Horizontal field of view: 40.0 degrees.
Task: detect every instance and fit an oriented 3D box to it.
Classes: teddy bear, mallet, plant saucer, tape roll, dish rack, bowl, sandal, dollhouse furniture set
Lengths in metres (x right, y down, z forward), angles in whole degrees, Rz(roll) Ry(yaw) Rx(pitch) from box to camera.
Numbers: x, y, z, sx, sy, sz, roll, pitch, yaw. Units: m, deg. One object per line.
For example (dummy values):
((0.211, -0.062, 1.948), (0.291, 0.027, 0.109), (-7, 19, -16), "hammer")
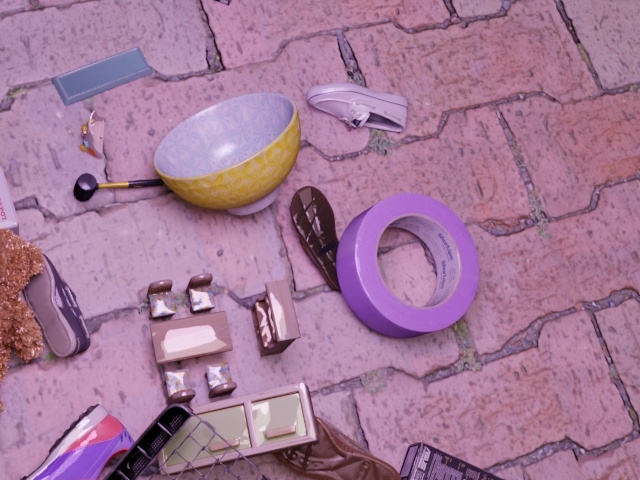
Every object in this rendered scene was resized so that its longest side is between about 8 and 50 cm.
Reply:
((-0.593, 0.145, 1.508), (0.245, 0.113, 0.338), (-4, 80, -6), "teddy bear")
((-0.372, -0.110, 1.672), (0.189, 0.062, 0.039), (-8, 74, -18), "mallet")
((-0.435, -0.333, 1.759), (0.192, 0.018, 0.067), (-26, 79, -21), "plant saucer")
((0.172, 0.050, 1.723), (0.275, 0.090, 0.275), (6, 74, -23), "tape roll")
((-0.197, 0.415, 1.430), (0.271, 0.074, 0.208), (41, 93, 1), "dish rack")
((-0.156, -0.142, 1.674), (0.289, 0.289, 0.156), (-38, 127, -23), "bowl")
((0.000, 0.000, 1.740), (0.090, 0.060, 0.219), (-31, 96, -27), "sandal")
((-0.177, 0.160, 1.574), (0.242, 0.161, 0.212), (-9, 74, -18), "dollhouse furniture set")

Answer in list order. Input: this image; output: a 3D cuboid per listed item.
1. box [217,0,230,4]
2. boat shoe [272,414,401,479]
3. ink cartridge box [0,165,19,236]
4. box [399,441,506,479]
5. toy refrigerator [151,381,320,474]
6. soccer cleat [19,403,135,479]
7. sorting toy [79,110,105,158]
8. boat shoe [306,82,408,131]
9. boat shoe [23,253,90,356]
((-0.226, -0.550, 1.892), (0.083, 0.018, 0.067), (19, 68, -8), "box")
((0.010, 0.388, 1.595), (0.285, 0.089, 0.104), (32, 83, 1), "boat shoe")
((-0.641, -0.049, 1.572), (0.175, 0.072, 0.127), (-16, 76, -20), "ink cartridge box")
((0.230, 0.555, 1.590), (0.242, 0.076, 0.307), (25, 67, -6), "box")
((-0.145, 0.326, 1.516), (0.269, 0.094, 0.102), (-12, 74, 1), "toy refrigerator")
((-0.439, 0.419, 1.446), (0.116, 0.108, 0.318), (42, 64, -2), "soccer cleat")
((-0.436, -0.210, 1.683), (0.045, 0.075, 0.083), (5, 69, -14), "sorting toy")
((0.082, -0.275, 1.841), (0.226, 0.083, 0.076), (3, 69, -15), "boat shoe")
((-0.472, 0.114, 1.579), (0.065, 0.075, 0.206), (4, 55, -60), "boat shoe")
